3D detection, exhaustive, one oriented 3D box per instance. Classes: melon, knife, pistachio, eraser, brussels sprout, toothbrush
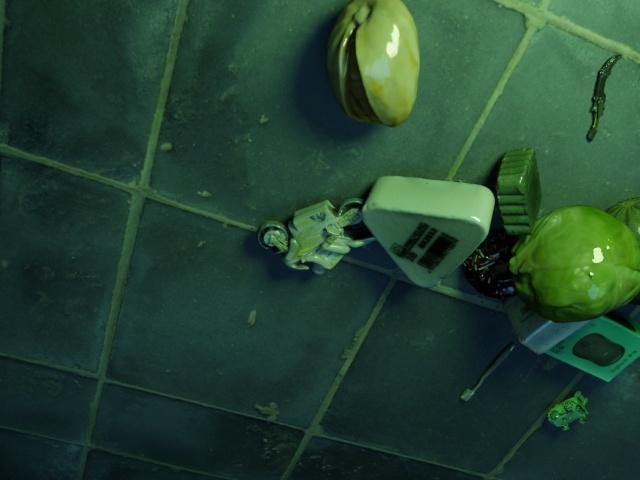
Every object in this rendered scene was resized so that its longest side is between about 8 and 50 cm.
[{"bbox_3d":[0.882,0.030,1.430,0.237,0.237,0.302,-18,108,11],"label":"melon"},{"bbox_3d":[0.713,-0.359,1.318,0.045,0.021,0.222,0,121,-3],"label":"knife"},{"bbox_3d":[0.129,-0.411,1.184,0.229,0.230,0.309,-9,126,6],"label":"pistachio"},{"bbox_3d":[0.295,-0.014,1.414,0.330,0.150,0.331,16,143,12],"label":"eraser"},{"bbox_3d":[0.661,0.069,1.338,0.246,0.328,0.328,20,120,-19],"label":"brussels sprout"},{"bbox_3d":[0.586,0.467,1.822,0.029,0.025,0.307,26,119,-6],"label":"toothbrush"}]

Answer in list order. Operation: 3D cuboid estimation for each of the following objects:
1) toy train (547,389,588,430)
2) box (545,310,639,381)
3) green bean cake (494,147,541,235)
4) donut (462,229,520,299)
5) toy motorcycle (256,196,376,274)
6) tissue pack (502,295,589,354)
[{"bbox_3d":[0.907,0.623,1.891,0.149,0.081,0.099,-37,115,26],"label":"toy train"},{"bbox_3d":[0.870,0.310,1.672,0.311,0.118,0.205,26,117,-15],"label":"box"},{"bbox_3d":[0.521,-0.127,1.363,0.094,0.185,0.184,-2,127,30],"label":"green bean cake"},{"bbox_3d":[0.545,0.082,1.550,0.234,0.089,0.235,0,123,0],"label":"donut"},{"bbox_3d":[0.000,0.000,1.490,0.340,0.108,0.223,-18,120,12],"label":"toy motorcycle"},{"bbox_3d":[0.703,0.190,1.550,0.124,0.201,0.271,39,114,-16],"label":"tissue pack"}]
